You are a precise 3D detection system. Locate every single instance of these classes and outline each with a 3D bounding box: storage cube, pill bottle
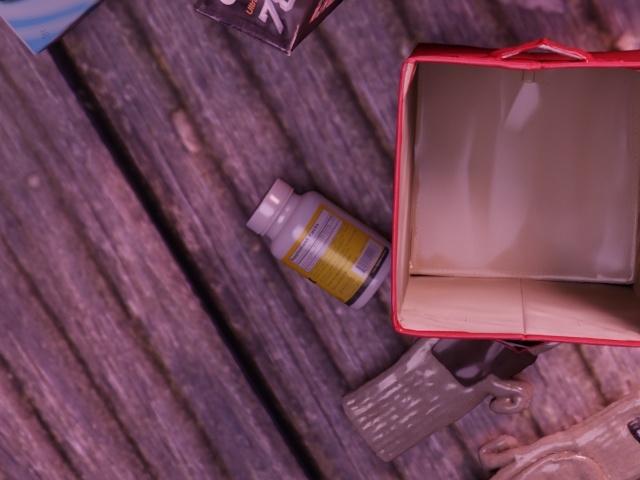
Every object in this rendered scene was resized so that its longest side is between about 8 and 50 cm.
[{"bbox_3d":[0.149,-0.041,0.912,0.183,0.193,0.215,2,103,7],"label":"storage cube"},{"bbox_3d":[0.000,0.000,1.029,0.116,0.065,0.065,35,111,-5],"label":"pill bottle"}]

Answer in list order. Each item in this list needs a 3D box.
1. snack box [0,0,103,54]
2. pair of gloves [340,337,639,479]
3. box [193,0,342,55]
[{"bbox_3d":[-0.156,-0.311,0.936,0.322,0.060,0.187,-37,101,19],"label":"snack box"},{"bbox_3d":[0.162,0.152,1.078,0.240,0.042,0.204,43,107,-11],"label":"pair of gloves"},{"bbox_3d":[0.038,-0.284,0.793,0.073,0.295,0.293,28,113,1],"label":"box"}]
